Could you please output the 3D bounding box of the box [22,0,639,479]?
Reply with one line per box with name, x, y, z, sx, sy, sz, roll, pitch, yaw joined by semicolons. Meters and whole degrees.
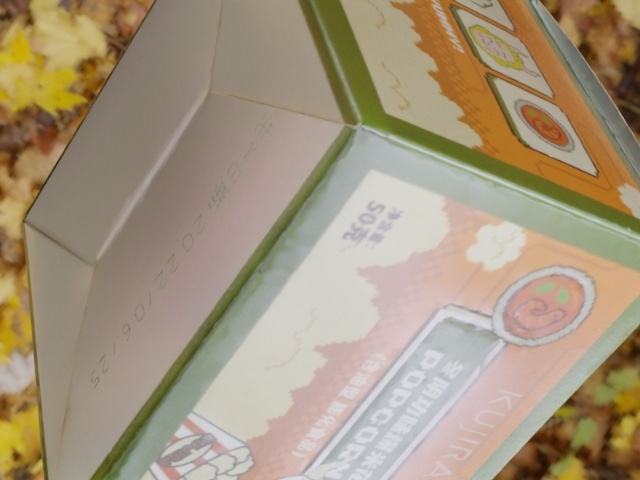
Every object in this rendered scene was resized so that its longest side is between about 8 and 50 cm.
box;0.000;0.000;0.507;0.148;0.177;0.195;19;122;-30
